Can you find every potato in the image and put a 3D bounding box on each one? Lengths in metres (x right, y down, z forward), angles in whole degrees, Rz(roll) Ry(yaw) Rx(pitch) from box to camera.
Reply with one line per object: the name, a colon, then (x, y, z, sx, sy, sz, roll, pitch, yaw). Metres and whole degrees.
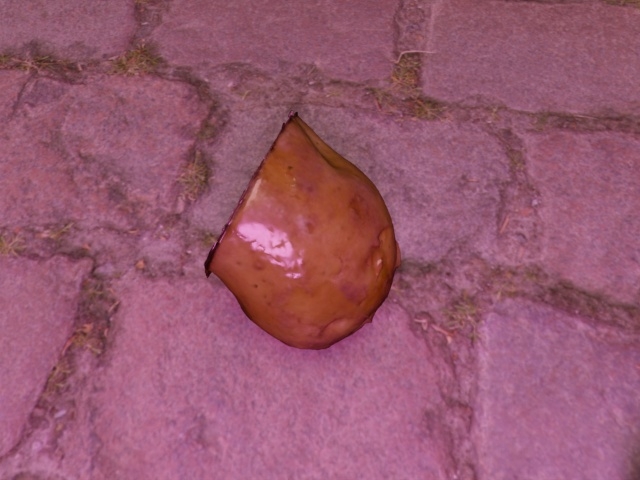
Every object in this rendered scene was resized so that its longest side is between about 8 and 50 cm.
potato: (0.000, 0.000, 0.662, 0.237, 0.301, 0.289, 28, 98, -5)
